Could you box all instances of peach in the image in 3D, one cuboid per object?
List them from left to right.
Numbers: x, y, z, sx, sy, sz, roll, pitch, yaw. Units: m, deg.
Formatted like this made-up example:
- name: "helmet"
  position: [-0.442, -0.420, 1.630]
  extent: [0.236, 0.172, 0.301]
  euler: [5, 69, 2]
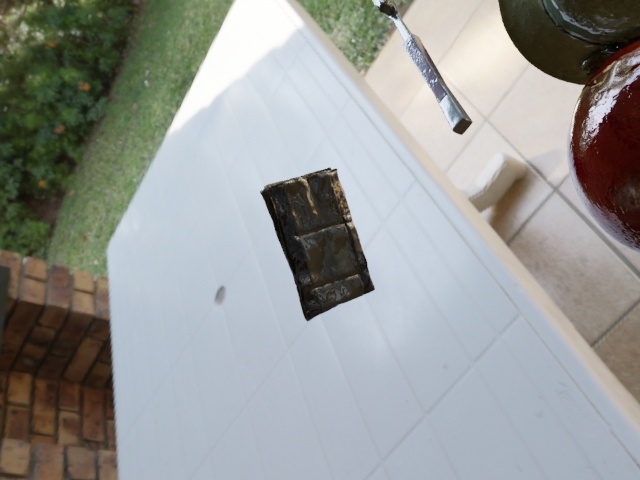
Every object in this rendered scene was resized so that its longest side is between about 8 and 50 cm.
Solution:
- name: "peach"
  position: [0.307, -0.076, 0.545]
  extent: [0.197, 0.197, 0.198]
  euler: [-33, 47, 45]

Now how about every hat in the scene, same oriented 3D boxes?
- name: "hat"
  position: [0.305, -0.286, 0.666]
  extent: [0.257, 0.130, 0.258]
  euler: [7, 107, 22]

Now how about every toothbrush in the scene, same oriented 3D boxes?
- name: "toothbrush"
  position: [0.079, -0.153, 0.527]
  extent: [0.014, 0.017, 0.194]
  euler: [-52, 42, 34]

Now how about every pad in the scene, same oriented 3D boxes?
- name: "pad"
  position: [0.000, 0.000, 1.082]
  extent: [0.022, 0.174, 0.233]
  euler: [-17, 91, 49]
